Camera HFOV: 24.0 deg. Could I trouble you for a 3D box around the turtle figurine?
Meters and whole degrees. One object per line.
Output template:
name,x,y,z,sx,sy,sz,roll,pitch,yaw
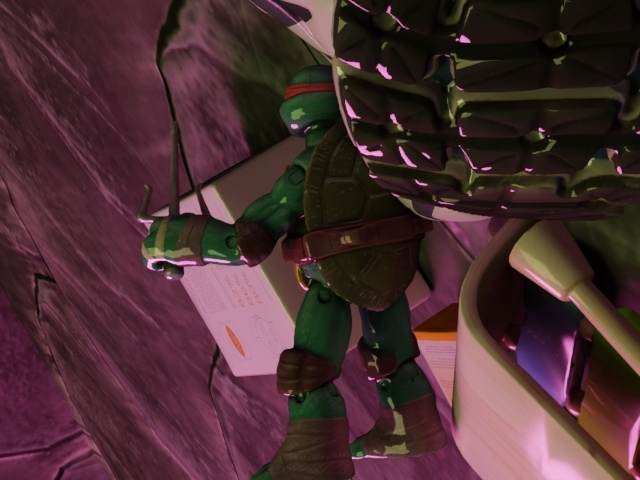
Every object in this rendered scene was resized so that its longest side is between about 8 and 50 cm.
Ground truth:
turtle figurine,0.000,0.000,0.764,0.118,0.175,0.234,-11,87,62

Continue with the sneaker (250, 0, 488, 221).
sneaker,0.038,-0.114,0.643,0.235,0.094,0.153,61,158,-8

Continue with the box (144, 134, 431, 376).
box,-0.026,0.009,0.969,0.130,0.091,0.170,60,160,-6

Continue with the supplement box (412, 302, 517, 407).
supplement box,0.100,0.085,0.865,0.098,0.036,0.062,61,159,-9

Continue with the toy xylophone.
toy xylophone,0.166,0.109,0.680,0.322,0.081,0.236,50,159,22

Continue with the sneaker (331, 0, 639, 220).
sneaker,0.076,-0.152,0.446,0.147,0.130,0.330,-77,-7,-55
